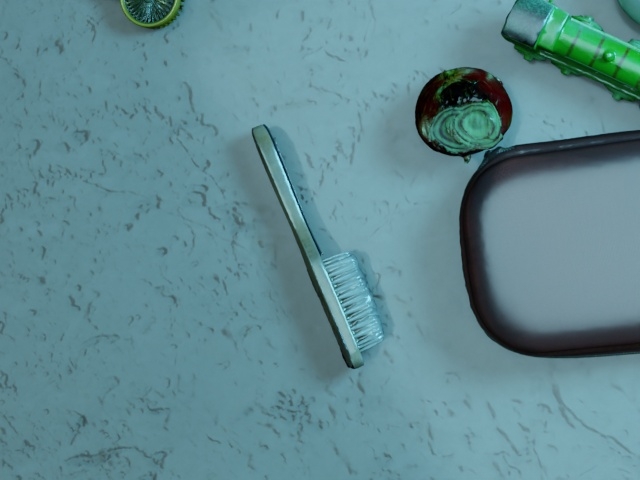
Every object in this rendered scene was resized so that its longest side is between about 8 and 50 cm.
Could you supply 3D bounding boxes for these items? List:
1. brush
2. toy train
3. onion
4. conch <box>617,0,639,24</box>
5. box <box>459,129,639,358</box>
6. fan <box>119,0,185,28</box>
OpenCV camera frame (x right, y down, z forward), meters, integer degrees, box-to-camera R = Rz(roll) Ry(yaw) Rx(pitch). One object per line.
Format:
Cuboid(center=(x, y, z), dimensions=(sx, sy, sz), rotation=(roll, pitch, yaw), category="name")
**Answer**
Cuboid(center=(0.000, 0.000, 1.684), dimensions=(0.065, 0.070, 0.327), rotation=(-24, 85, -5), category="brush")
Cuboid(center=(0.328, -0.213, 1.567), dimensions=(0.251, 0.119, 0.085), rotation=(26, 97, 12), category="toy train")
Cuboid(center=(0.171, -0.155, 1.613), dimensions=(0.117, 0.118, 0.118), rotation=(-2, 92, 10), category="onion")
Cuboid(center=(0.429, -0.336, 1.525), dimensions=(0.121, 0.185, 0.221), rotation=(45, 125, 44), category="conch")
Cuboid(center=(0.364, 0.001, 1.570), dimensions=(0.404, 0.108, 0.263), rotation=(-6, 90, 13), category="box")
Cuboid(center=(-0.246, -0.327, 1.737), dimensions=(0.155, 0.039, 0.082), rotation=(24, 98, 13), category="fan")
